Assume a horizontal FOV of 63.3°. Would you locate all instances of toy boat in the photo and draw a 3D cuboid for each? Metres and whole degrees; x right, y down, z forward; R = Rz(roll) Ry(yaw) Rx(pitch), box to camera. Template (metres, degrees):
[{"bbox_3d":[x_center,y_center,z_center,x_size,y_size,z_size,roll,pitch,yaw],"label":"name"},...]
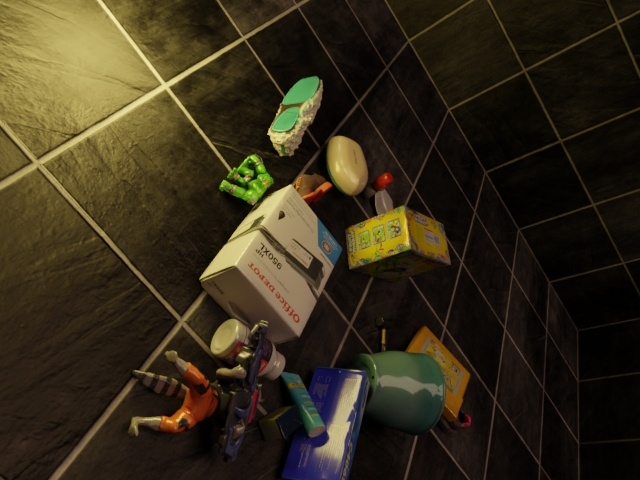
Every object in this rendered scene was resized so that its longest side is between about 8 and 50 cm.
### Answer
[{"bbox_3d":[0.140,-0.262,2.089,0.318,0.148,0.268,22,50,-35],"label":"toy boat"}]

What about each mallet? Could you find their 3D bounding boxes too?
[{"bbox_3d":[0.230,0.377,1.942,0.062,0.039,0.190,36,51,-35],"label":"mallet"}]

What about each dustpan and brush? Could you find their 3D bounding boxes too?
[{"bbox_3d":[0.266,-0.121,2.233,0.147,0.060,0.211,47,33,-44],"label":"dustpan and brush"}]

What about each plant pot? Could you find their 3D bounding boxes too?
[{"bbox_3d":[0.225,0.482,1.707,0.255,0.271,0.272,20,56,-28],"label":"plant pot"}]

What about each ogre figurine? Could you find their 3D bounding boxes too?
[{"bbox_3d":[-0.219,-0.187,1.629,0.118,0.097,0.197,40,26,-6],"label":"ogre figurine"}]

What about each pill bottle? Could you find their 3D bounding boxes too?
[{"bbox_3d":[-0.189,0.301,1.395,0.193,0.108,0.108,40,45,-31],"label":"pill bottle"}]

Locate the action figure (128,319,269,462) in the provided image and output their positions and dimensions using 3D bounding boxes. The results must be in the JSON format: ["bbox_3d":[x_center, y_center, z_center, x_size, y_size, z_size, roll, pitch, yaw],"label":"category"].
[{"bbox_3d":[-0.258,0.335,1.246,0.330,0.178,0.342,29,76,-46],"label":"action figure"}]

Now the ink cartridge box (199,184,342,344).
[{"bbox_3d":[-0.129,0.071,1.540,0.285,0.166,0.395,51,40,-20],"label":"ink cartridge box"}]

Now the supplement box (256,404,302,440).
[{"bbox_3d":[-0.111,0.496,1.412,0.083,0.083,0.056,-18,87,-53],"label":"supplement box"}]

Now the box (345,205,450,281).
[{"bbox_3d":[0.296,0.025,1.999,0.289,0.279,0.177,18,58,-46],"label":"box"}]

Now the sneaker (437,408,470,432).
[{"bbox_3d":[0.485,0.635,2.060,0.299,0.112,0.121,51,40,-20],"label":"sneaker"}]

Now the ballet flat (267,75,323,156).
[{"bbox_3d":[-0.088,-0.454,1.922,0.147,0.147,0.409,47,44,-25],"label":"ballet flat"}]

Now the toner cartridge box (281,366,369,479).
[{"bbox_3d":[0.024,0.533,1.484,0.348,0.165,0.075,-68,151,-42],"label":"toner cartridge box"}]

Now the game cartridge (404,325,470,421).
[{"bbox_3d":[0.452,0.507,2.025,0.285,0.053,0.323,47,26,6],"label":"game cartridge"}]

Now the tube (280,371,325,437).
[{"bbox_3d":[-0.052,0.460,1.483,0.080,0.052,0.207,31,17,-44],"label":"tube"}]

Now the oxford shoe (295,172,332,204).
[{"bbox_3d":[-0.063,-0.170,1.830,0.098,0.097,0.271,47,33,5],"label":"oxford shoe"}]
